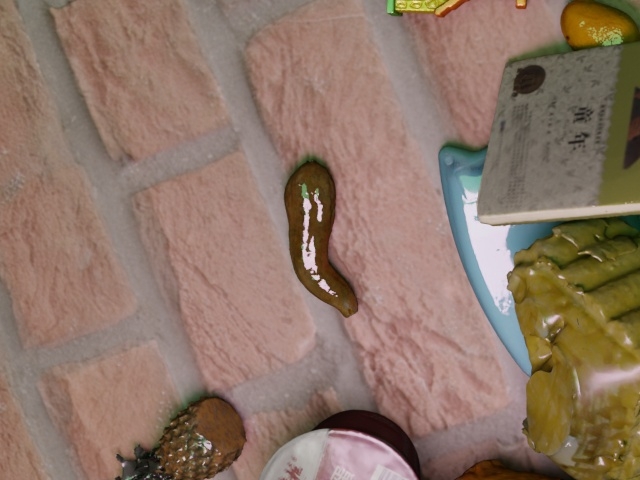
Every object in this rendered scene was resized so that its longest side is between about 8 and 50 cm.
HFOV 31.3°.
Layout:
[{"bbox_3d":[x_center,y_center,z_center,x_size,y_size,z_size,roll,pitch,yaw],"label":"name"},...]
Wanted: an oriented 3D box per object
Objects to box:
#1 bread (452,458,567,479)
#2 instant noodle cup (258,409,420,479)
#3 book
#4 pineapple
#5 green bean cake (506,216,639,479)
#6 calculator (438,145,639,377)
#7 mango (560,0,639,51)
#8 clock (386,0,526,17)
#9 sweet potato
[{"bbox_3d":[0.278,0.397,1.508,0.194,0.340,0.179,-1,57,46],"label":"bread"},{"bbox_3d":[0.041,0.348,1.591,0.235,0.178,0.235,2,98,10],"label":"instant noodle cup"},{"bbox_3d":[0.360,-0.141,1.405,0.352,0.035,0.239,-5,62,38],"label":"book"},{"bbox_3d":[-0.225,0.332,1.688,0.251,0.125,0.125,-42,89,24],"label":"pineapple"},{"bbox_3d":[0.339,0.157,1.430,0.285,0.202,0.310,47,144,39],"label":"green bean cake"},{"bbox_3d":[0.323,0.017,1.553,0.256,0.054,0.386,-23,98,13],"label":"calculator"},{"bbox_3d":[0.366,-0.272,1.497,0.114,0.057,0.079,38,111,7],"label":"mango"},{"bbox_3d":[0.220,-0.399,1.481,0.255,0.106,0.220,4,99,10],"label":"clock"},{"bbox_3d":[-0.005,0.003,1.611,0.081,0.062,0.233,-10,99,11],"label":"sweet potato"}]
